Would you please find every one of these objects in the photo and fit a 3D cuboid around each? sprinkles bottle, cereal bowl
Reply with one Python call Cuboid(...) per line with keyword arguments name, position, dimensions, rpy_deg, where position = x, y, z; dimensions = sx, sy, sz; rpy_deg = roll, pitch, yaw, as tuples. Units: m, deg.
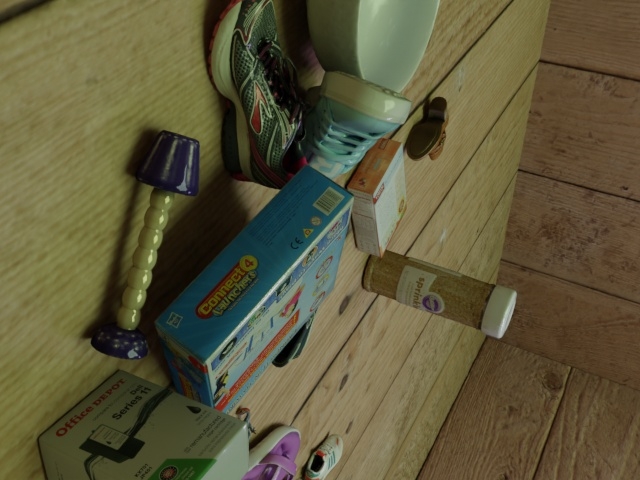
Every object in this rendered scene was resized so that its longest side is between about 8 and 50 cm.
Cuboid(name="sprinkles bottle", position=(0.286, 0.122, 1.755), dimensions=(0.121, 0.355, 0.121), rpy_deg=(-50, 150, -43))
Cuboid(name="cereal bowl", position=(0.074, -0.398, 1.135), dimensions=(0.339, 0.141, 0.339), rpy_deg=(-50, 150, -43))

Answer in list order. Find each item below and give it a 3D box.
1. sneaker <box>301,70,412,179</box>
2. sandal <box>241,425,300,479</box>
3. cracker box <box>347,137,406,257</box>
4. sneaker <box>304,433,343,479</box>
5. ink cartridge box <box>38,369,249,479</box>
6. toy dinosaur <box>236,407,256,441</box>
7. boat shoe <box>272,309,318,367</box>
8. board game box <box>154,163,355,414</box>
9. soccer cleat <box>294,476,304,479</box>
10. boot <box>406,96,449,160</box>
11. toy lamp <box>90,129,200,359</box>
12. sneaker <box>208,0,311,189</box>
Cuboid(name="sneaker", position=(0.034, -0.153, 1.077), dimensions=(0.366, 0.135, 0.150), rpy_deg=(-147, -107, -81))
Cuboid(name="sandal", position=(-0.115, 0.489, 1.430), dimensions=(0.169, 0.102, 0.416), rpy_deg=(-69, 161, 10))
Cuboid(name="cracker box", position=(0.129, -0.093, 1.605), dimensions=(0.155, 0.067, 0.232), rpy_deg=(-59, 156, -29))
Cuboid(name="sneaker", position=(0.012, 0.551, 1.851), dimensions=(0.161, 0.057, 0.075), rpy_deg=(-48, 154, -39))
Cuboid(name="ink cartridge box", position=(-0.215, 0.263, 0.895), dimensions=(0.153, 0.208, 0.086), rpy_deg=(-44, 142, -50))
Cuboid(name="toy dinosaur", position=(-0.150, 0.354, 1.370), dimensions=(0.090, 0.047, 0.082), rpy_deg=(168, -66, -77))
Cuboid(name="boat shoe", position=(-0.050, 0.117, 1.323), dimensions=(0.079, 0.095, 0.254), rpy_deg=(-53, 163, -62))
Cuboid(name="board game box", position=(-0.089, 0.090, 1.050), dimensions=(0.308, 0.086, 0.302), rpy_deg=(-48, 165, -25))
Cuboid(name="soccer cleat", position=(-0.067, 0.694, 1.752), dimensions=(0.116, 0.108, 0.318), rpy_deg=(-29, 141, -28))
Cuboid(name="boot", position=(0.277, -0.246, 1.830), dimensions=(0.197, 0.073, 0.152), rpy_deg=(-59, 159, -22))
Cuboid(name="toy lamp", position=(-0.207, 0.003, 0.881), dimensions=(0.080, 0.080, 0.274), rpy_deg=(1, 108, -67))
Cuboid(name="sneaker", position=(-0.069, -0.204, 0.992), dimensions=(0.121, 0.112, 0.299), rpy_deg=(-53, 151, -39))
